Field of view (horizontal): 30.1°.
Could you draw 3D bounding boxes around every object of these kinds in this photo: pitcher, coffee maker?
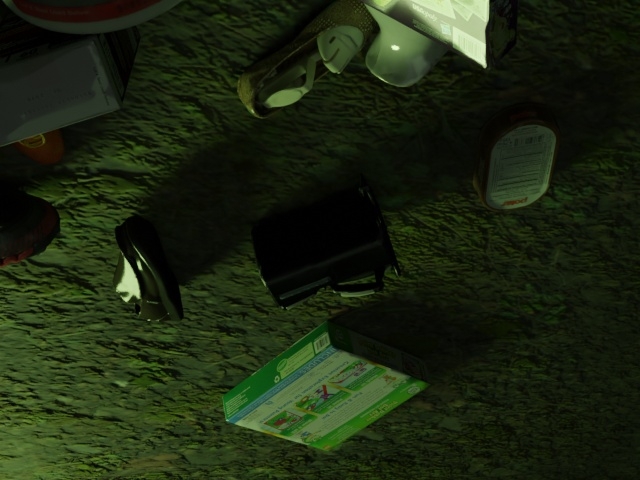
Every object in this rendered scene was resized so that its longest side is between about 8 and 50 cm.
[{"bbox_3d":[0.114,-0.288,1.248,0.177,0.125,0.207,-41,149,-19],"label":"pitcher"},{"bbox_3d":[0.000,0.000,1.593,0.178,0.120,0.171,-19,120,4],"label":"coffee maker"}]

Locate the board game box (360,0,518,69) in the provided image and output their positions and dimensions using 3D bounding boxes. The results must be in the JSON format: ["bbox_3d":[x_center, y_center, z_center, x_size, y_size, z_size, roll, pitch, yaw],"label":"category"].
[{"bbox_3d":[0.022,-0.303,1.026,0.056,0.346,0.208,-46,152,-19],"label":"board game box"}]

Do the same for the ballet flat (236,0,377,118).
[{"bbox_3d":[-0.006,-0.203,1.344,0.206,0.067,0.073,-35,138,25],"label":"ballet flat"}]

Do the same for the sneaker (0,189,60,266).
[{"bbox_3d":[-0.443,-0.032,1.392,0.276,0.098,0.135,-1,144,-16],"label":"sneaker"}]

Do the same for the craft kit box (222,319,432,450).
[{"bbox_3d":[0.012,0.246,1.951,0.250,0.061,0.246,-37,136,27],"label":"craft kit box"}]

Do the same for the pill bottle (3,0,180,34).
[{"bbox_3d":[-0.213,-0.361,0.945,0.210,0.210,0.363,-13,143,-2],"label":"pill bottle"}]

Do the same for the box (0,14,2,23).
[{"bbox_3d":[-0.429,-0.212,1.209,0.178,0.042,0.109,-24,142,11],"label":"box"}]

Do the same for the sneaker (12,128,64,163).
[{"bbox_3d":[-0.337,-0.133,1.323,0.064,0.067,0.175,-21,145,5],"label":"sneaker"}]

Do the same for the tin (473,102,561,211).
[{"bbox_3d":[0.262,-0.106,1.593,0.106,0.040,0.190,-7,143,-3],"label":"tin"}]

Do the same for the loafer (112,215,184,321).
[{"bbox_3d":[-0.241,0.051,1.585,0.078,0.080,0.220,-15,144,-1],"label":"loafer"}]

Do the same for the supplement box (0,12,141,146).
[{"bbox_3d":[-0.253,-0.177,1.149,0.130,0.239,0.073,-17,114,3],"label":"supplement box"}]
